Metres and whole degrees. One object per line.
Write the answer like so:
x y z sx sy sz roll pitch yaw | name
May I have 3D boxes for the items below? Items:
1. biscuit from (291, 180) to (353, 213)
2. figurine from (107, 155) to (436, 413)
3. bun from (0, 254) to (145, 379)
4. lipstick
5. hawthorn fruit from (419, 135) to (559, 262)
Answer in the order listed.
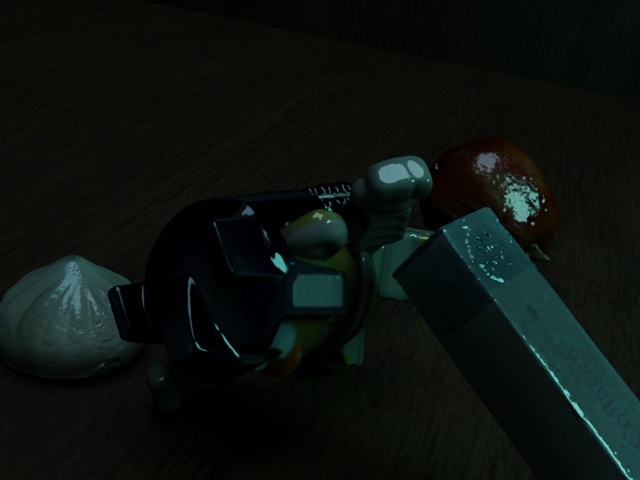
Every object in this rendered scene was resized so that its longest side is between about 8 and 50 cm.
0.000 0.000 0.837 0.194 0.194 0.053 -1 61 -21 | biscuit
-0.030 0.038 0.635 0.308 0.309 0.143 -16 46 -43 | figurine
-0.226 0.057 0.725 0.138 0.094 0.138 5 22 -2 | bun
0.175 0.125 0.544 0.066 0.068 0.317 -22 71 -43 | lipstick
0.210 -0.039 1.015 0.173 0.179 0.173 -12 -11 -2 | hawthorn fruit
